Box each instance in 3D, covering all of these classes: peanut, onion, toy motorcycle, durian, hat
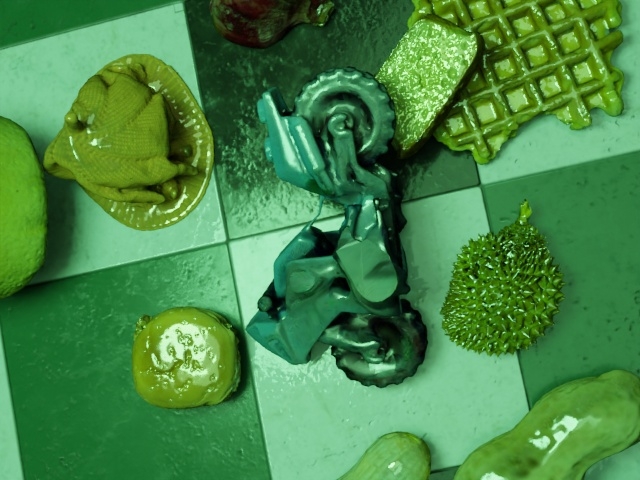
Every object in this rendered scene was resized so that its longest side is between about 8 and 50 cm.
[{"bbox_3d":[0.288,0.261,1.160,0.274,0.111,0.125,-38,84,6],"label":"peanut"},{"bbox_3d":[-0.058,-0.349,1.279,0.151,0.098,0.206,38,92,12],"label":"onion"},{"bbox_3d":[0.000,0.000,1.183,0.232,0.172,0.416,-6,108,11],"label":"toy motorcycle"},{"bbox_3d":[0.237,0.047,1.194,0.147,0.102,0.208,19,85,17],"label":"durian"},{"bbox_3d":[-0.274,-0.148,1.233,0.234,0.233,0.244,17,90,10],"label":"hat"},{"bbox_3d":[0.056,0.325,1.209,0.207,0.087,0.087,-45,80,5],"label":"peanut"}]

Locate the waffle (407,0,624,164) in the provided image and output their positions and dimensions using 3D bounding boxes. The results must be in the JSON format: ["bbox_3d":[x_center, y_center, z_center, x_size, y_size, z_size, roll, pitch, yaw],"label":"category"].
[{"bbox_3d":[0.242,-0.239,1.236,0.301,0.058,0.281,2,87,10],"label":"waffle"}]

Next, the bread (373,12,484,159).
[{"bbox_3d":[0.126,-0.198,1.197,0.103,0.065,0.187,39,103,7],"label":"bread"}]

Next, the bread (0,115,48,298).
[{"bbox_3d":[-0.464,-0.046,1.257,0.270,0.148,0.269,6,98,52],"label":"bread"}]

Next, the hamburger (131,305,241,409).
[{"bbox_3d":[-0.179,0.156,1.268,0.147,0.083,0.138,-2,81,7],"label":"hamburger"}]
